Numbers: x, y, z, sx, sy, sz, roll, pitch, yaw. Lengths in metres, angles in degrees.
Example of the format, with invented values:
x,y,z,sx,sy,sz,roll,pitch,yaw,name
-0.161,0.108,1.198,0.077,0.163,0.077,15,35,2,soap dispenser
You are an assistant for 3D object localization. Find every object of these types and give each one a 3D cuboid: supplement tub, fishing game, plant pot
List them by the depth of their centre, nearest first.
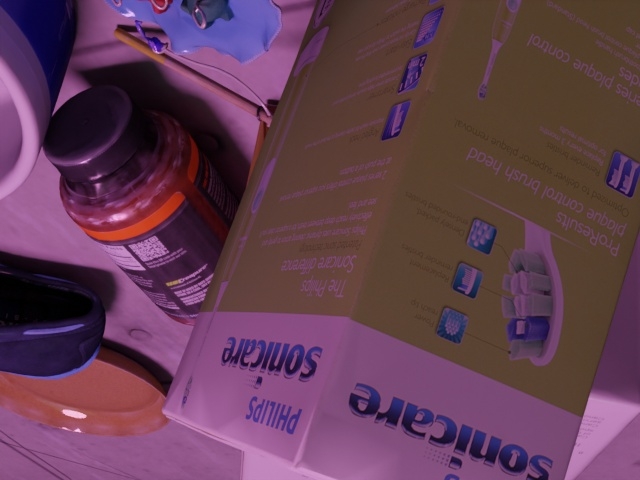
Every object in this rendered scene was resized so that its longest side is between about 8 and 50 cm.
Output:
x,y,z,sx,sy,sz,roll,pitch,yaw,name
-0.105,-0.157,0.522,0.189,0.041,0.264,32,162,14,fishing game
-0.121,-0.026,0.735,0.106,0.106,0.198,-6,144,22,supplement tub
-0.284,0.166,1.139,0.236,0.032,0.236,6,147,4,plant pot

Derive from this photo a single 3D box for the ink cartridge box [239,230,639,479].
x,y,z,sx,sy,sz,roll,pitch,yaw,name
0.080,0.124,0.861,0.279,0.160,0.384,10,147,-1,ink cartridge box

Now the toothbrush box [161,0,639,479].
x,y,z,sx,sy,sz,roll,pitch,yaw,name
0.046,-0.019,0.487,0.122,0.283,0.206,25,167,-19,toothbrush box

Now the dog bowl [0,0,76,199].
x,y,z,sx,sy,sz,roll,pitch,yaw,name
-0.293,-0.132,0.613,0.265,0.104,0.265,6,147,4,dog bowl

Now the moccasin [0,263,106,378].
x,y,z,sx,sy,sz,roll,pitch,yaw,name
-0.365,0.039,0.901,0.342,0.137,0.117,7,146,-23,moccasin

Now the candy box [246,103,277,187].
x,y,z,sx,sy,sz,roll,pitch,yaw,name
0.000,0.000,0.666,0.109,0.186,0.053,6,149,3,candy box
